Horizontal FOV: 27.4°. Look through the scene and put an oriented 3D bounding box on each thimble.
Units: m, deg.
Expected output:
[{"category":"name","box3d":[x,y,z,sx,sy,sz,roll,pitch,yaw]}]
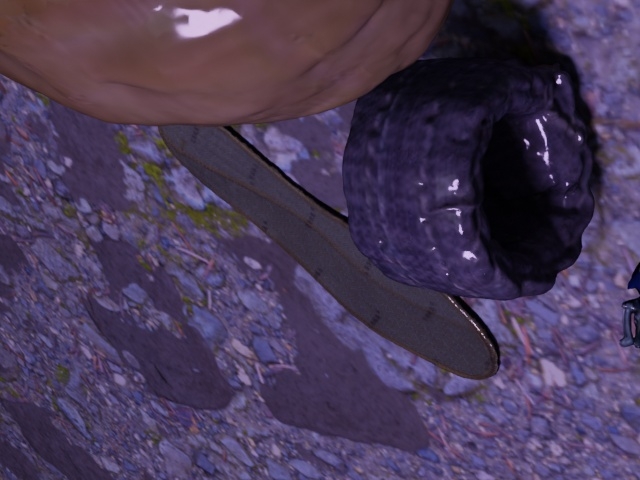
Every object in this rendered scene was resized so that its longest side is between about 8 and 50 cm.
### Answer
[{"category":"thimble","box3d":[0.091,-0.038,0.785,0.098,0.150,0.150,6,130,43]}]

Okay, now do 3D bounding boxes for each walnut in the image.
[{"category":"walnut","box3d":[-0.080,-0.234,0.607,0.381,0.381,0.381,29,144,24]}]

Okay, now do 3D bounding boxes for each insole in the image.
[{"category":"insole","box3d":[0.000,0.000,1.049,0.348,0.009,0.119,39,147,11]}]

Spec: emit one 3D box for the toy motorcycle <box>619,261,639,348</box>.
[{"category":"toy motorcycle","box3d":[0.253,0.099,0.767,0.315,0.113,0.169,62,-177,-37]}]
